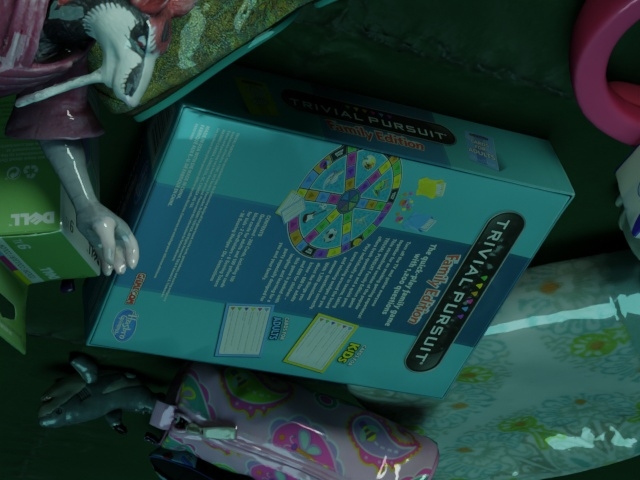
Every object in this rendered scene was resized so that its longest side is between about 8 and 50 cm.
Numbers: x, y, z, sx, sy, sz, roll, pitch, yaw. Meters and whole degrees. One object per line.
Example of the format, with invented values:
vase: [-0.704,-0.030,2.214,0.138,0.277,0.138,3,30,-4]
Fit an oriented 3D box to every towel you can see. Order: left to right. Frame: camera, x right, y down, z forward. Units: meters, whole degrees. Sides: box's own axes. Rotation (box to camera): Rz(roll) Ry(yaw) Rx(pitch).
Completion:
towel: [0.212,0.149,1.438,0.321,0.090,0.374,-15,144,15]

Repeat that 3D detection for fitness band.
fitness band: [0.327,-0.141,1.047,0.291,0.054,0.209,7,144,-19]

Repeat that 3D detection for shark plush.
shark plush: [-0.217,0.176,1.451,0.161,0.067,0.073,19,140,-30]

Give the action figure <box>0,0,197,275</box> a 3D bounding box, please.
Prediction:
action figure: [-0.249,-0.121,0.871,0.370,0.275,0.248,-16,151,5]

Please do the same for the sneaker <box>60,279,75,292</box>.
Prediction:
sneaker: [-0.253,-0.044,1.089,0.083,0.098,0.224,-21,143,23]

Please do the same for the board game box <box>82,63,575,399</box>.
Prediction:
board game box: [0.000,0.000,1.148,0.336,0.079,0.253,11,128,-22]

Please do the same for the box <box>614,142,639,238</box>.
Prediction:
box: [0.323,-0.052,1.066,0.137,0.072,0.126,11,139,-22]

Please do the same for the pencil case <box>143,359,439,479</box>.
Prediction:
pencil case: [-0.026,0.204,1.383,0.284,0.124,0.124,23,143,-1]

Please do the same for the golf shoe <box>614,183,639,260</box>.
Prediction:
golf shoe: [0.345,-0.030,1.187,0.176,0.086,0.069,-23,140,24]

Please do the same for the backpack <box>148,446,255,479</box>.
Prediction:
backpack: [-0.094,0.251,1.534,0.173,0.116,0.158,14,158,36]

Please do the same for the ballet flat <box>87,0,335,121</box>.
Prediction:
ballet flat: [-0.025,-0.192,0.895,0.349,0.123,0.123,-24,141,25]

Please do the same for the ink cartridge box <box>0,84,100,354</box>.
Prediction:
ink cartridge box: [-0.200,-0.033,0.996,0.062,0.209,0.109,-4,161,4]
